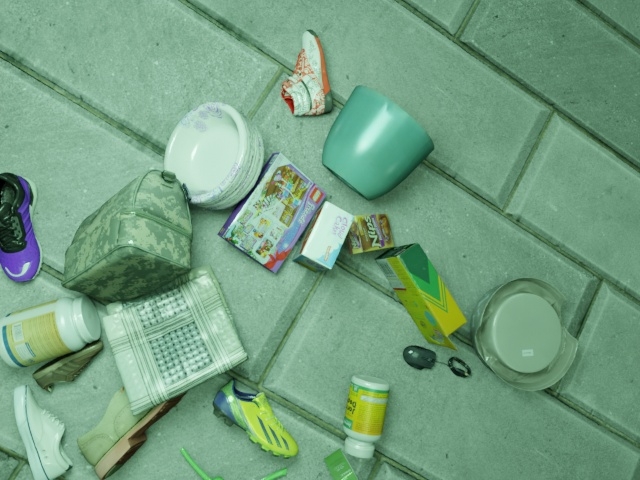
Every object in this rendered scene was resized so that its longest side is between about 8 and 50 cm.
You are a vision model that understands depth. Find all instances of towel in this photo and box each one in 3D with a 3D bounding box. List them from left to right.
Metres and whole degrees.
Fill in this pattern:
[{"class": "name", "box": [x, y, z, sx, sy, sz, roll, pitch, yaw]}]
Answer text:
[{"class": "towel", "box": [-0.389, 0.240, 1.119, 0.311, 0.056, 0.324, -23, 63, -16]}]

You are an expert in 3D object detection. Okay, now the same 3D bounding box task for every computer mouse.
[{"class": "computer mouse", "box": [0.373, 0.387, 1.333, 0.241, 0.041, 0.071, 17, 81, -10]}]

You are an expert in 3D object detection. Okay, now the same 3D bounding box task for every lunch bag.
[{"class": "lunch bag", "box": [-0.475, -0.016, 1.067, 0.304, 0.212, 0.256, -26, 58, 27]}]

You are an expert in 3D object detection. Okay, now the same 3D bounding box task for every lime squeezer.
[{"class": "lime squeezer", "box": [-0.254, 0.669, 1.176, 0.309, 0.059, 0.110, 17, 82, -8]}]

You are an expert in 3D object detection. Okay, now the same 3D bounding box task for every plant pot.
[{"class": "plant pot", "box": [0.143, -0.263, 1.237, 0.293, 0.293, 0.235, 38, 95, -5]}]

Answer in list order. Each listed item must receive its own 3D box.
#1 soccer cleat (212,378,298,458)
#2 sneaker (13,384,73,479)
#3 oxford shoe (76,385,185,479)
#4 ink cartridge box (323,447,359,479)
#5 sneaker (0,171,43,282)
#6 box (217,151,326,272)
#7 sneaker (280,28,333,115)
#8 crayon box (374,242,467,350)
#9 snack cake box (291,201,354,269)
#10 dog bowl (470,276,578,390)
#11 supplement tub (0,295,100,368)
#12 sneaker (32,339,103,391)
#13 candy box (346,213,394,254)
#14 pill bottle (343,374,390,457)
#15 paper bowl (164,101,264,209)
[{"class": "soccer cleat", "box": [-0.168, 0.504, 1.192, 0.289, 0.093, 0.121, 37, 72, -6]}, {"class": "sneaker", "box": [-0.719, 0.491, 1.097, 0.091, 0.094, 0.259, -18, 92, -30]}, {"class": "oxford shoe", "box": [-0.472, 0.420, 1.121, 0.146, 0.140, 0.397, 38, 72, 11]}, {"class": "ink cartridge box", "box": [0.078, 0.674, 1.160, 0.062, 0.209, 0.109, -28, 90, -12]}, {"class": "sneaker", "box": [-0.811, -0.037, 1.092, 0.102, 0.146, 0.294, -8, 86, -11]}, {"class": "box", "box": [-0.136, -0.080, 1.236, 0.201, 0.057, 0.294, 39, 77, -29]}, {"class": "sneaker", "box": [-0.060, -0.521, 1.314, 0.144, 0.090, 0.271, -13, 90, -14]}, {"class": "crayon box", "box": [0.305, 0.165, 1.261, 0.081, 0.202, 0.319, -32, 92, -12]}, {"class": "snack cake box", "box": [0.000, 0.000, 1.184, 0.089, 0.264, 0.152, 27, 81, -5]}, {"class": "dog bowl", "box": [0.647, 0.295, 1.364, 0.347, 0.102, 0.350, 1, 84, -10]}, {"class": "supplement tub", "box": [-0.696, 0.231, 1.088, 0.199, 0.144, 0.145, -17, 88, -12]}, {"class": "sneaker", "box": [-0.664, 0.336, 1.135, 0.188, 0.066, 0.071, -26, 106, -7]}, {"class": "candy box", "box": [0.148, -0.021, 1.272, 0.186, 0.053, 0.109, -8, 85, -49]}, {"class": "pill bottle", "box": [0.130, 0.512, 1.234, 0.117, 0.117, 0.209, 12, 83, -9]}, {"class": "paper bowl", "box": [-0.283, -0.225, 1.176, 0.283, 0.148, 0.285, -5, 79, 26]}]
